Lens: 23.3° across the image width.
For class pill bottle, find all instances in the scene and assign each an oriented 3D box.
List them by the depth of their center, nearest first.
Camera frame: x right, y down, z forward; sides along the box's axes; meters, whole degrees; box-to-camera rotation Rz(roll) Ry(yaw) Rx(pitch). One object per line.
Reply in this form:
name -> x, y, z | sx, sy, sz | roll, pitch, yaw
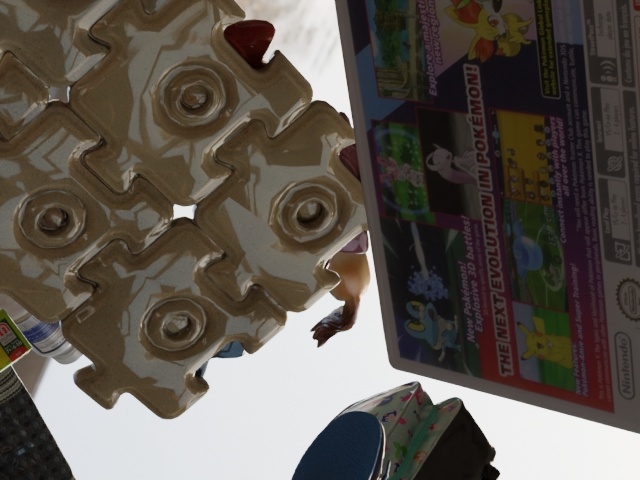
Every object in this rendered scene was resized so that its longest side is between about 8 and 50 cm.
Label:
pill bottle -> -0.324, 0.094, 1.814 | 0.120, 0.067, 0.067 | 51, -178, -44

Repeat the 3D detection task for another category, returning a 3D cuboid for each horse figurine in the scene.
horse figurine -> 0.000, 0.000, 1.820 | 0.066, 0.263, 0.174 | -23, -167, -20

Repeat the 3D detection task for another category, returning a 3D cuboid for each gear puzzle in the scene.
gear puzzle -> -0.119, -0.069, 0.644 | 0.339, 0.175, 0.044 | 45, -172, -32

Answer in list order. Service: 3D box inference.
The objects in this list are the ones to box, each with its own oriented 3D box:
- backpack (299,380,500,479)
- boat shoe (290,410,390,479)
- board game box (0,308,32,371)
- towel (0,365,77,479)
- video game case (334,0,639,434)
backpack -> 0.083, 0.325, 2.121 | 0.191, 0.253, 0.225 | 50, -136, -9
boat shoe -> 0.005, 0.309, 1.668 | 0.109, 0.258, 0.089 | 13, 156, 33
board game box -> -0.328, 0.128, 1.311 | 0.043, 0.181, 0.092 | 54, -137, -2
towel -> -0.459, 0.282, 1.778 | 0.312, 0.324, 0.056 | 65, 177, -21
video game case -> 0.087, -0.028, 0.524 | 0.183, 0.201, 0.023 | 12, -148, 38
